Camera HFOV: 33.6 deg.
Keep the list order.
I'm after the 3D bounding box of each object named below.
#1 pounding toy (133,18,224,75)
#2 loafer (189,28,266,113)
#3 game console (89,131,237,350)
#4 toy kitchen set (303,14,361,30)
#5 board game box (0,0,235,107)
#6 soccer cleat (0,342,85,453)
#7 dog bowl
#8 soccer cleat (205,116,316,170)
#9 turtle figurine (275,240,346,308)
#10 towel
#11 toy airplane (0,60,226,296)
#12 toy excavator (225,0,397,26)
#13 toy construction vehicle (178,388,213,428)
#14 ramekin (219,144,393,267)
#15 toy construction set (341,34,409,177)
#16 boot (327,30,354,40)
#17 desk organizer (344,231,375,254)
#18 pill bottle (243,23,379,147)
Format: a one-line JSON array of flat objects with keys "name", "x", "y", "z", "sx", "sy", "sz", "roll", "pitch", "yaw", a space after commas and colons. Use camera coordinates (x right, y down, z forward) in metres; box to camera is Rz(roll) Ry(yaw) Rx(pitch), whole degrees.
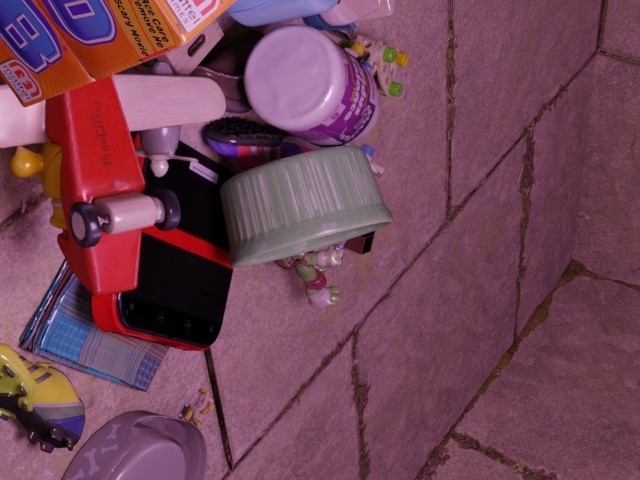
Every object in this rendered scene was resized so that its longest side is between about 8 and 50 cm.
[{"name": "pounding toy", "x": -0.242, "y": -0.295, "z": 1.643, "sx": 0.141, "sy": 0.130, "sz": 0.100, "roll": -54, "pitch": 137, "yaw": -24}, {"name": "loafer", "x": -0.145, "y": -0.299, "z": 1.813, "sx": 0.366, "sy": 0.133, "sz": 0.130, "roll": -27, "pitch": 129, "yaw": -64}, {"name": "game console", "x": -0.253, "y": 0.011, "z": 1.849, "sx": 0.386, "sy": 0.060, "sz": 0.342, "roll": 30, "pitch": 68, "yaw": -66}, {"name": "toy kitchen set", "x": -0.049, "y": -0.428, "z": 1.921, "sx": 0.166, "sy": 0.122, "sz": 0.207, "roll": -56, "pitch": 130, "yaw": -21}, {"name": "board game box", "x": -0.235, "y": -0.417, "z": 1.169, "sx": 0.356, "sy": 0.356, "sz": 0.356, "roll": -48, "pitch": 115, "yaw": -32}, {"name": "soccer cleat", "x": -0.464, "y": 0.232, "z": 1.691, "sx": 0.289, "sy": 0.093, "sz": 0.121, "roll": 66, "pitch": 22, "yaw": -49}, {"name": "dog bowl", "x": -0.363, "y": 0.480, "z": 2.004, "sx": 0.349, "sy": 0.102, "sz": 0.349, "roll": -40, "pitch": 143, "yaw": -41}, {"name": "soccer cleat", "x": -0.111, "y": -0.161, "z": 1.984, "sx": 0.318, "sy": 0.108, "sz": 0.116, "roll": -8, "pitch": 121, "yaw": -61}, {"name": "turtle figurine", "x": 0.000, "y": 0.000, "z": 2.192, "sx": 0.275, "sy": 0.197, "sz": 0.266, "roll": -50, "pitch": 148, "yaw": -22}, {"name": "towel", "x": -0.340, "y": 0.111, "z": 1.844, "sx": 0.272, "sy": 0.040, "sz": 0.370, "roll": -63, "pitch": 152, "yaw": -8}, {"name": "toy airplane", "x": -0.349, "y": -0.162, "z": 1.450, "sx": 0.386, "sy": 0.272, "sz": 0.384, "roll": 37, "pitch": 61, "yaw": -25}, {"name": "toy excavator", "x": -0.034, "y": -0.440, "z": 1.685, "sx": 0.445, "sy": 0.222, "sz": 0.433, "roll": 60, "pitch": 37, "yaw": -41}, {"name": "toy construction vehicle", "x": -0.251, "y": 0.361, "z": 2.185, "sx": 0.098, "sy": 0.035, "sz": 0.086, "roll": -57, "pitch": 151, "yaw": -19}, {"name": "ramekin", "x": -0.033, "y": -0.062, "z": 1.889, "sx": 0.303, "sy": 0.303, "sz": 0.148, "roll": -10, "pitch": 83, "yaw": -58}, {"name": "toy construction set", "x": 0.074, "y": -0.279, "z": 2.172, "sx": 0.215, "sy": 0.151, "sz": 0.328, "roll": 49, "pitch": 50, "yaw": -62}, {"name": "boot", "x": 0.052, "y": -0.512, "z": 2.061, "sx": 0.209, "sy": 0.076, "sz": 0.189, "roll": -61, "pitch": 151, "yaw": 1}, {"name": "desk organizer", "x": 0.100, "y": -0.036, "z": 2.497, "sx": 0.047, "sy": 0.050, "sz": 0.130, "roll": -18, "pitch": 125, "yaw": -56}, {"name": "pill bottle", "x": 0.001, "y": -0.249, "z": 1.793, "sx": 0.169, "sy": 0.169, "sz": 0.301, "roll": -69, "pitch": 161, "yaw": 4}]
